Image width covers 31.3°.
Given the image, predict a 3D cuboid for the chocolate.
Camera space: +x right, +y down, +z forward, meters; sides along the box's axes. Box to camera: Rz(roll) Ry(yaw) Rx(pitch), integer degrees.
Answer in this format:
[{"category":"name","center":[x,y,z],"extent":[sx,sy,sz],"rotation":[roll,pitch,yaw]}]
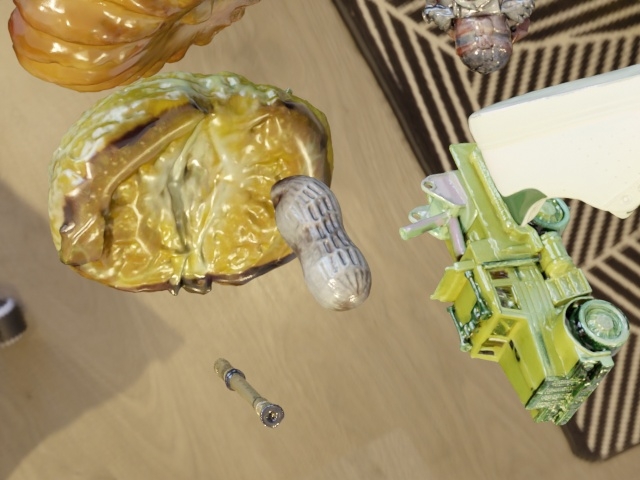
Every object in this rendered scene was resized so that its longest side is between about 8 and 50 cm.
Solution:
[{"category":"chocolate","center":[0.000,0.000,1.186],"extent":[0.072,0.167,0.072],"rotation":[-21,151,-12]}]

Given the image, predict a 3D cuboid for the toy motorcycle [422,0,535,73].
[{"category":"toy motorcycle","center":[0.149,-0.311,1.152],"extent":[0.134,0.207,0.401],"rotation":[0,152,18]}]

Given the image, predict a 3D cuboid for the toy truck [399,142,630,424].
[{"category":"toy truck","center":[0.156,0.037,1.015],"extent":[0.135,0.260,0.128],"rotation":[-8,145,-24]}]

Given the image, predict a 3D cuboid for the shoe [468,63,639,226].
[{"category":"shoe","center":[0.244,-0.076,0.852],"extent":[0.264,0.095,0.110],"rotation":[-7,103,35]}]

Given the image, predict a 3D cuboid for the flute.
[{"category":"flute","center":[-0.084,0.163,1.254],"extent":[0.027,0.233,0.027],"rotation":[-2,98,-17]}]

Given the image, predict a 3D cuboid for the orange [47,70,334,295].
[{"category":"orange","center":[-0.162,-0.089,1.392],"extent":[0.368,0.210,0.271],"rotation":[-3,129,-28]}]

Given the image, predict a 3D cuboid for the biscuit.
[{"category":"biscuit","center":[-0.139,-0.245,1.074],"extent":[0.325,0.326,0.107],"rotation":[-35,86,11]}]
